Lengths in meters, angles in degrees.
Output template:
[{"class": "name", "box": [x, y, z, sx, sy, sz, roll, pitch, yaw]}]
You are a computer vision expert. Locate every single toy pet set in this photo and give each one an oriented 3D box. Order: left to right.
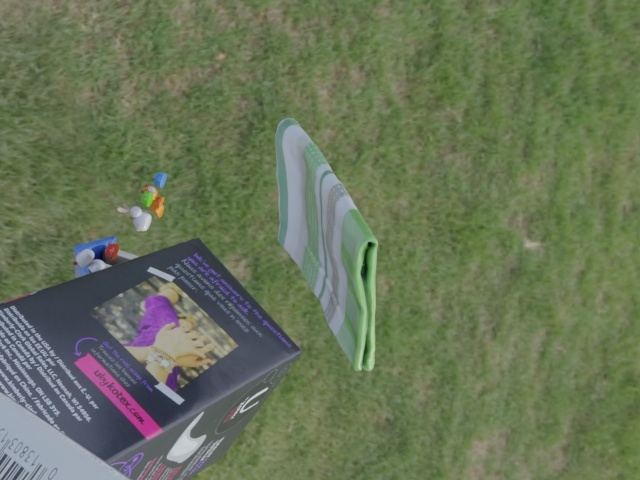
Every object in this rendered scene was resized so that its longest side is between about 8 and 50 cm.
[{"class": "toy pet set", "box": [-0.208, 0.000, 0.845, 0.122, 0.065, 0.114, -66, 173, -46]}]

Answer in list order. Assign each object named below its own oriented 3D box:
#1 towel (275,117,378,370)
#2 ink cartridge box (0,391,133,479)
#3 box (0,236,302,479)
[{"class": "towel", "box": [0.000, 0.000, 0.570, 0.023, 0.152, 0.113, -14, 129, -14]}, {"class": "ink cartridge box", "box": [-0.132, 0.217, 0.330, 0.261, 0.296, 0.066, -56, 130, -19]}, {"class": "box", "box": [-0.170, 0.126, 0.656, 0.270, 0.143, 0.165, -21, 152, -54]}]
